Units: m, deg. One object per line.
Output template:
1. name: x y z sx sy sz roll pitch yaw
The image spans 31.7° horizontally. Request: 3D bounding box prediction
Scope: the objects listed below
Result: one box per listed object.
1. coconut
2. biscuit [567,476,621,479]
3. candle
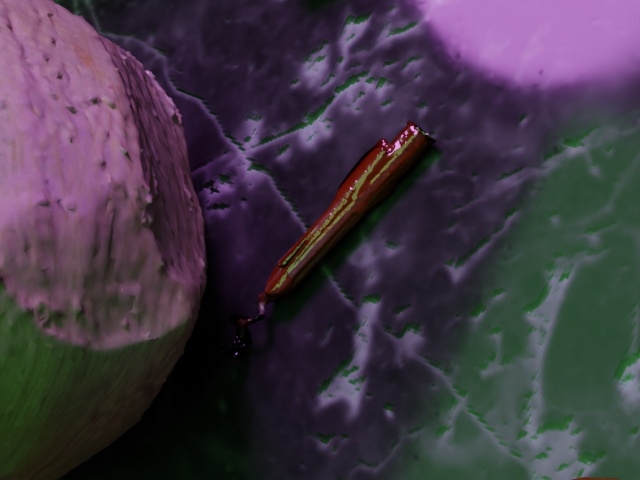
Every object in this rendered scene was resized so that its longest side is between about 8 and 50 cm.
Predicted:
1. coconut: -0.204 0.013 0.566 0.297 0.297 0.255 -23 57 15
2. biscuit: 0.118 0.259 0.476 0.154 0.045 0.299 -19 67 -6
3. candle: -0.001 -0.001 0.630 0.026 0.021 0.167 42 93 6
